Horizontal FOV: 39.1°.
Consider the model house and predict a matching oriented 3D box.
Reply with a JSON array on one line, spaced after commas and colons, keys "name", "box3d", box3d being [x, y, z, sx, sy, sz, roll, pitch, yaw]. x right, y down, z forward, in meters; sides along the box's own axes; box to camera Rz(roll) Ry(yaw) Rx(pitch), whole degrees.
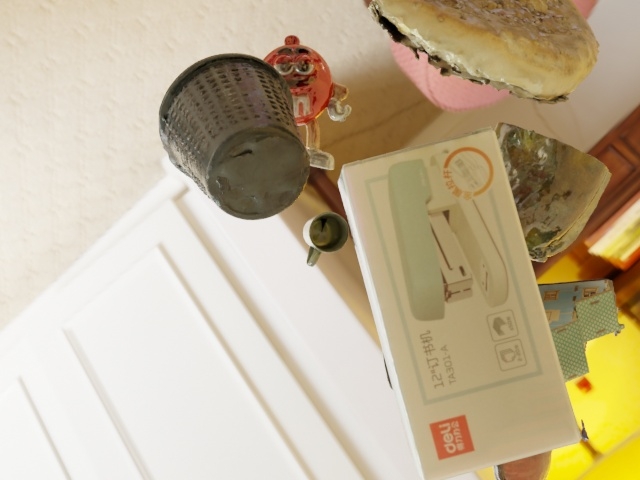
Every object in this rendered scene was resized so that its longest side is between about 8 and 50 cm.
[{"name": "model house", "box3d": [0.480, 0.199, 1.849, 0.206, 0.271, 0.178, -55, 135, -55]}]

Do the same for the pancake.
[{"name": "pancake", "box3d": [0.168, -0.295, 1.063, 0.382, 0.382, 0.071, -10, 142, -41]}]

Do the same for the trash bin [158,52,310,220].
[{"name": "trash bin", "box3d": [-0.091, -0.108, 1.055, 0.176, 0.161, 0.175, -11, 127, -15]}]

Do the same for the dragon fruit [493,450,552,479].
[{"name": "dragon fruit", "box3d": [0.283, 0.270, 1.282, 0.100, 0.282, 0.343, -8, 110, 14]}]

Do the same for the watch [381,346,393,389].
[{"name": "watch", "box3d": [0.188, 0.205, 1.505, 0.068, 0.192, 0.206, -26, -178, -37]}]

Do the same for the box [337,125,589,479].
[{"name": "box", "box3d": [0.111, 0.053, 0.738, 0.135, 0.269, 0.079, -14, 176, -1]}]

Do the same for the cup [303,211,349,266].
[{"name": "cup", "box3d": [0.005, -0.001, 1.245, 0.055, 0.074, 0.083, -1, 180, -9]}]

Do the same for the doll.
[{"name": "doll", "box3d": [-0.039, -0.235, 1.501, 0.183, 0.217, 0.085, 7, 180, -5]}]

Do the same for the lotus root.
[{"name": "lotus root", "box3d": [0.428, -0.094, 1.917, 0.260, 0.267, 0.149, -63, 151, 2]}]
